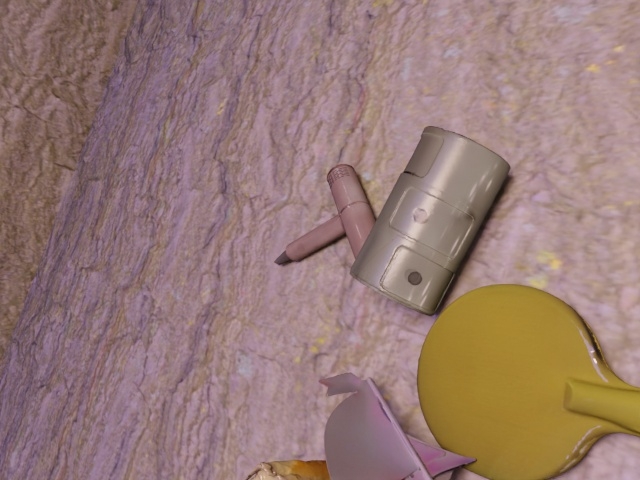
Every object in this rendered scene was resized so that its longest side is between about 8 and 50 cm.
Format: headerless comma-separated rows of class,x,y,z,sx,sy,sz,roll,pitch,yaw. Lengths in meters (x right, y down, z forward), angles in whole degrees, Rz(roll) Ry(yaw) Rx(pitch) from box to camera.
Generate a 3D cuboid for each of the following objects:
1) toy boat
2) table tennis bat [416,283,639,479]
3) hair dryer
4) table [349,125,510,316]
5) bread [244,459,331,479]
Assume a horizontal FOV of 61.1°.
toy boat,0.068,0.247,0.571,0.318,0.219,0.071,36,123,39
table tennis bat,0.256,0.162,0.584,0.369,0.054,0.223,0,76,49
hair dryer,0.001,0.011,0.899,0.220,0.054,0.195,-40,49,27
table,0.143,-0.023,0.719,0.126,0.126,0.219,30,94,47
bread,0.036,0.359,0.570,0.111,0.246,0.239,-48,45,13
